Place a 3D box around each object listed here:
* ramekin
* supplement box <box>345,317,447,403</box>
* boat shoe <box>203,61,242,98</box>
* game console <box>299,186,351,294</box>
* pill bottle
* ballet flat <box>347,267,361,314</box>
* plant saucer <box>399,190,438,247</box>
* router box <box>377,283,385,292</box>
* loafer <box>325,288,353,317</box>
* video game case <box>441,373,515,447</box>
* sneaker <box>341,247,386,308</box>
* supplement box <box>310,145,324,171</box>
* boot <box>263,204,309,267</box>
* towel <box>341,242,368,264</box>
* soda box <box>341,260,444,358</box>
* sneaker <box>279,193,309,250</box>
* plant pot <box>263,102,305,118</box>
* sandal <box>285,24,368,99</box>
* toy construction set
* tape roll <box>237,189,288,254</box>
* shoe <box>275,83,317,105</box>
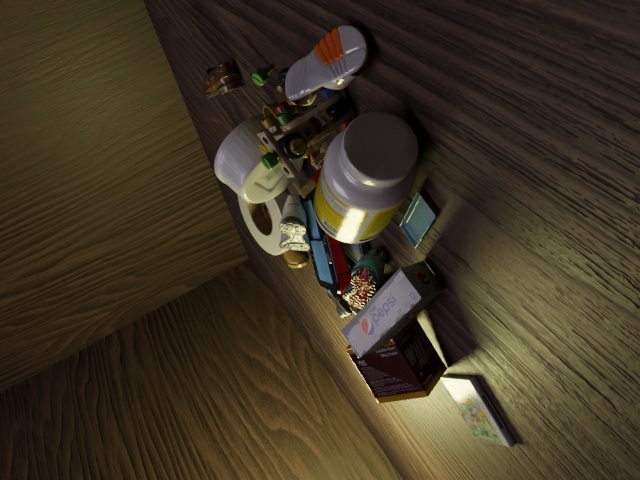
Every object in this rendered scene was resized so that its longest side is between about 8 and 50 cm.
[{"bbox_3d":[-0.183,-0.248,1.751,0.135,0.277,0.277,48,162,22],"label":"ramekin"},{"bbox_3d":[0.214,0.335,1.574,0.191,0.129,0.194,-26,98,45],"label":"supplement box"},{"bbox_3d":[-0.375,-0.606,2.088,0.307,0.111,0.104,11,126,60],"label":"boat shoe"},{"bbox_3d":[0.000,0.000,1.855,0.386,0.060,0.342,-178,69,-79],"label":"game console"},{"bbox_3d":[0.092,-0.125,1.160,0.188,0.188,0.334,58,166,11],"label":"pill bottle"},{"bbox_3d":[0.117,0.179,1.931,0.203,0.074,0.074,65,166,-6],"label":"ballet flat"},{"bbox_3d":[0.218,-0.045,1.226,0.067,0.018,0.192,57,165,16],"label":"plant saucer"},{"bbox_3d":[0.207,0.199,1.685,0.133,0.046,0.179,61,166,0],"label":"router box"},{"bbox_3d":[0.078,0.226,2.207,0.170,0.062,0.061,58,144,-3],"label":"loafer"},{"bbox_3d":[0.415,0.450,1.488,0.193,0.023,0.212,60,166,6],"label":"video game case"},{"bbox_3d":[0.144,0.114,1.615,0.104,0.125,0.262,30,150,8],"label":"sneaker"},{"bbox_3d":[0.009,-0.217,1.575,0.083,0.043,0.055,52,162,30],"label":"supplement box"},{"bbox_3d":[-0.162,-0.024,2.492,0.236,0.089,0.269,27,141,59],"label":"boot"},{"bbox_3d":[0.077,-0.055,1.681,0.209,0.034,0.285,46,158,53],"label":"towel"},{"bbox_3d":[0.173,0.175,1.378,0.091,0.098,0.286,55,133,22],"label":"soda box"},{"bbox_3d":[-0.084,-0.052,1.917,0.297,0.111,0.129,102,173,-65],"label":"sneaker"},{"bbox_3d":[-0.089,-0.339,1.578,0.134,0.095,0.134,56,166,22],"label":"plant pot"},{"bbox_3d":[0.022,-0.357,1.141,0.265,0.076,0.102,-8,84,53],"label":"sandal"},{"bbox_3d":[-0.062,-0.219,1.329,0.257,0.237,0.309,22,150,35],"label":"toy construction set"},{"bbox_3d":[-0.233,-0.127,2.377,0.392,0.072,0.392,40,144,38],"label":"tape roll"},{"bbox_3d":[-0.054,-0.392,1.452,0.219,0.058,0.076,25,122,62],"label":"shoe"}]
